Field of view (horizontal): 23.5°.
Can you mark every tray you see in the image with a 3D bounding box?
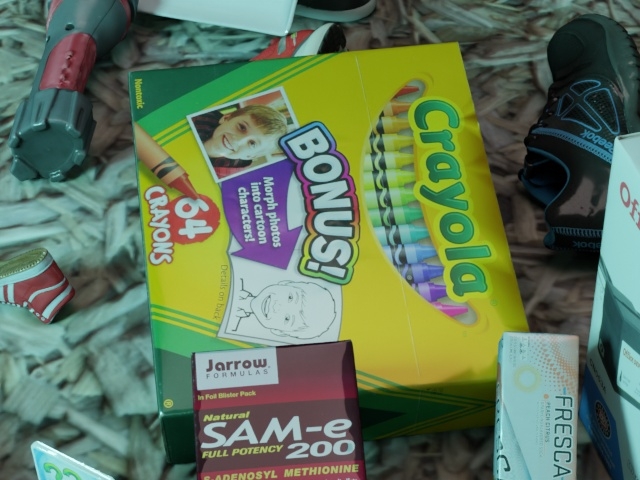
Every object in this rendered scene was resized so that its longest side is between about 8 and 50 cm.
[{"bbox_3d":[-0.113,-0.315,1.746,0.270,0.145,0.030,16,1,38],"label":"tray"}]

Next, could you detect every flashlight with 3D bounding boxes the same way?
[{"bbox_3d":[-0.265,-0.192,1.676,0.103,0.103,0.304,2,40,0],"label":"flashlight"}]

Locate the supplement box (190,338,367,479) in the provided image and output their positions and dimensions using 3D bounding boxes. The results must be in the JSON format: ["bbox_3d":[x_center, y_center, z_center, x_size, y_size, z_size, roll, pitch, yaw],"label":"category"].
[{"bbox_3d":[-0.028,0.202,1.162,0.130,0.073,0.239,-5,67,-3],"label":"supplement box"}]

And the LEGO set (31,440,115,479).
[{"bbox_3d":[-0.249,0.206,1.154,0.244,0.182,0.060,22,45,27],"label":"LEGO set"}]

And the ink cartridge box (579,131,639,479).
[{"bbox_3d":[0.305,0.092,1.167,0.129,0.307,0.223,-10,41,-10],"label":"ink cartridge box"}]

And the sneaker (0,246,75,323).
[{"bbox_3d":[-0.284,0.050,1.450,0.118,0.067,0.042,-14,34,34],"label":"sneaker"}]

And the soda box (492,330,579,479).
[{"bbox_3d":[0.168,0.164,1.206,0.063,0.058,0.183,3,77,3],"label":"soda box"}]

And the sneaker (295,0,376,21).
[{"bbox_3d":[-0.080,-0.348,1.813,0.295,0.147,0.104,7,44,12],"label":"sneaker"}]

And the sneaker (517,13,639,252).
[{"bbox_3d":[0.262,-0.117,1.551,0.139,0.125,0.341,-8,39,0],"label":"sneaker"}]

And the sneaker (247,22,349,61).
[{"bbox_3d":[-0.062,-0.130,1.620,0.118,0.107,0.279,-1,34,30],"label":"sneaker"}]

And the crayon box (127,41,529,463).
[{"bbox_3d":[0.000,0.000,1.373,0.313,0.106,0.363,-7,57,-4],"label":"crayon box"}]
